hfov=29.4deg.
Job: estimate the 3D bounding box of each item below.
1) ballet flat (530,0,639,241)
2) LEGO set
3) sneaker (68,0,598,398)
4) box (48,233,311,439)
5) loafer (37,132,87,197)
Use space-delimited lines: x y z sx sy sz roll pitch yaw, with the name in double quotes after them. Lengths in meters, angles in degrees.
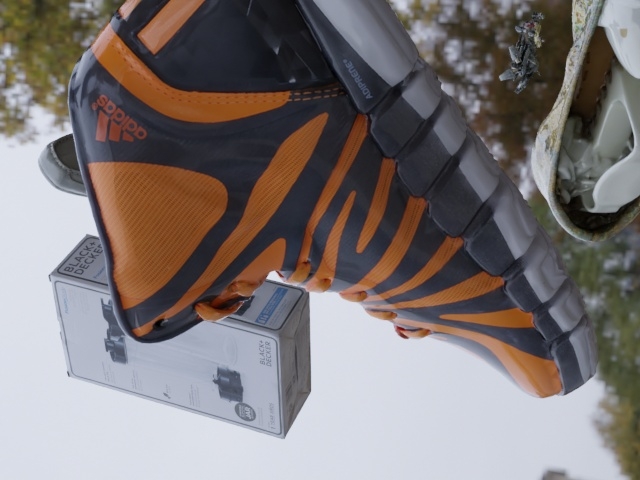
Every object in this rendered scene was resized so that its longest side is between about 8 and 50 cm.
0.243 -0.131 0.933 0.349 0.123 0.123 99 -164 -48 "ballet flat"
0.158 -0.141 0.914 0.054 0.023 0.083 73 -143 -53 "LEGO set"
0.000 0.000 0.594 0.321 0.180 0.124 49 -174 -31 "sneaker"
-0.159 0.108 1.414 0.087 0.290 0.169 -58 -27 -47 "box"
-0.245 -0.135 1.690 0.319 0.112 0.111 -19 -22 -48 "loafer"
